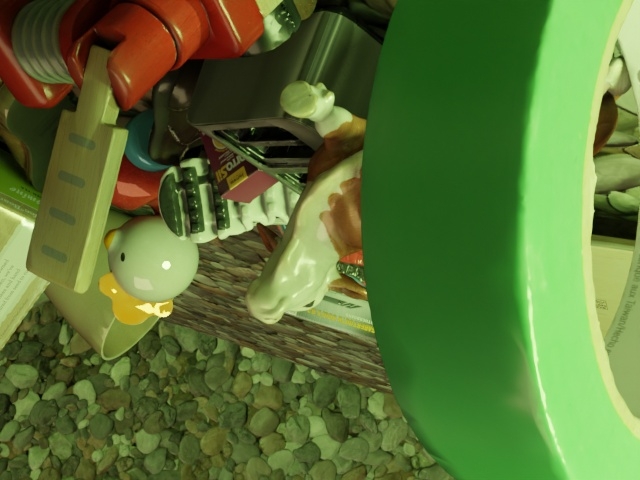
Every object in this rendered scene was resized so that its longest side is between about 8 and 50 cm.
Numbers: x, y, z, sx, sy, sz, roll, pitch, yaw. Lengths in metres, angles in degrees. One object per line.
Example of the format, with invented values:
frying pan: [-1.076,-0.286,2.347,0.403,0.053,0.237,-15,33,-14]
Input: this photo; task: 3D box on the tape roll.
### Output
tape roll: [0.150,-0.023,0.428,0.077,0.321,0.321,5,160,42]

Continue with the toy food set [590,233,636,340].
toy food set: [0.304,0.028,0.906,0.306,0.092,0.219,9,150,31]

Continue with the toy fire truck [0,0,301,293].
toy fire truck: [-0.155,-0.112,0.567,0.217,0.246,0.158,8,139,36]

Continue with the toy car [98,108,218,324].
toy car: [-0.220,-0.015,1.084,0.210,0.237,0.219,27,163,-25]

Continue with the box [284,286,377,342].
box: [0.051,0.075,1.242,0.231,0.056,0.183,17,-162,9]

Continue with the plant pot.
plant pot: [-0.422,0.038,1.578,0.274,0.256,0.256,34,167,8]

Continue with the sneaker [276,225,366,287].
sneaker: [0.000,0.000,1.123,0.125,0.104,0.262,10,162,39]

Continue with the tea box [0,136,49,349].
tea box: [-0.549,0.011,1.214,0.220,0.329,0.323,31,-168,-36]

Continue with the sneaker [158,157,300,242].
sneaker: [-0.023,-0.056,0.940,0.292,0.109,0.118,1,-172,9]

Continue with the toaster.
toaster: [0.007,-0.106,0.718,0.186,0.110,0.168,5,160,47]

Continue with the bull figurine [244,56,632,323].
bull figurine: [0.070,-0.056,0.575,0.101,0.311,0.188,59,176,18]

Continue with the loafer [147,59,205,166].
loafer: [-0.131,-0.123,0.891,0.078,0.080,0.220,21,165,-3]

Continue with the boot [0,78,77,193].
boot: [-0.371,-0.156,1.092,0.115,0.112,0.305,37,163,9]

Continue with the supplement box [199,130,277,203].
supplement box: [-0.076,-0.085,0.819,0.055,0.083,0.043,-33,156,29]

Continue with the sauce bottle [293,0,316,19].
sauce bottle: [-0.063,-0.188,0.657,0.128,0.042,0.042,11,163,35]
